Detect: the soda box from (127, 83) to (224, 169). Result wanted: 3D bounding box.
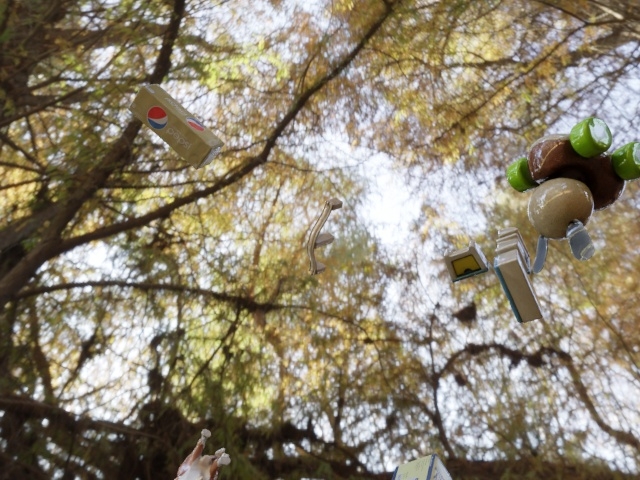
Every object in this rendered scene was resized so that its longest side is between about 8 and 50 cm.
[{"bbox_3d":[-0.282,-0.223,1.078,0.181,0.058,0.061,42,-66,0],"label":"soda box"}]

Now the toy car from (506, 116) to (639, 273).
[{"bbox_3d":[0.350,-0.044,0.766,0.149,0.188,0.155,24,-25,-14],"label":"toy car"}]

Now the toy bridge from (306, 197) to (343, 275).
[{"bbox_3d":[0.000,0.000,1.174,0.026,0.063,0.188,35,-53,31],"label":"toy bridge"}]

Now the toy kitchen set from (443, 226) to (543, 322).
[{"bbox_3d":[0.327,0.079,1.075,0.166,0.207,0.122,-22,-80,25],"label":"toy kitchen set"}]

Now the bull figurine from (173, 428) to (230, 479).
[{"bbox_3d":[-0.273,0.550,1.134,0.101,0.310,0.188,26,-66,-11],"label":"bull figurine"}]

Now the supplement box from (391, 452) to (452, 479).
[{"bbox_3d":[0.167,0.416,0.921,0.083,0.083,0.056,-30,-85,25],"label":"supplement box"}]
